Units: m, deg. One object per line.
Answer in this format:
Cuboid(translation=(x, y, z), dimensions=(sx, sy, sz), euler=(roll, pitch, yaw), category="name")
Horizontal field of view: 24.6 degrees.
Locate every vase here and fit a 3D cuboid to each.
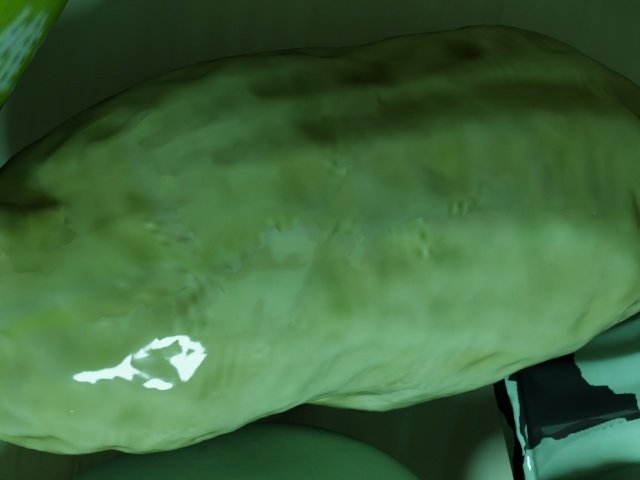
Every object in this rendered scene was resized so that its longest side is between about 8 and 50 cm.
Cuboid(translation=(0.277, 0.065, 0.788), dimensions=(0.360, 0.165, 0.165), euler=(-10, 110, 2), category="vase")

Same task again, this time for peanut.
Cuboid(translation=(0.000, 0.000, 0.686), dimensions=(0.387, 0.169, 0.192), euler=(-9, 152, -25), category="peanut")

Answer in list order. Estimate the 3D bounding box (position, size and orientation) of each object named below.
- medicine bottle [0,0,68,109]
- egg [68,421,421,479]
Cuboid(translation=(-0.210, -0.129, 0.570), dimensions=(0.224, 0.224, 0.384), euler=(30, 97, -22), category="medicine bottle")
Cuboid(translation=(-0.093, 0.234, 0.715), dimensions=(0.371, 0.230, 0.230), euler=(-34, 113, 4), category="egg")
